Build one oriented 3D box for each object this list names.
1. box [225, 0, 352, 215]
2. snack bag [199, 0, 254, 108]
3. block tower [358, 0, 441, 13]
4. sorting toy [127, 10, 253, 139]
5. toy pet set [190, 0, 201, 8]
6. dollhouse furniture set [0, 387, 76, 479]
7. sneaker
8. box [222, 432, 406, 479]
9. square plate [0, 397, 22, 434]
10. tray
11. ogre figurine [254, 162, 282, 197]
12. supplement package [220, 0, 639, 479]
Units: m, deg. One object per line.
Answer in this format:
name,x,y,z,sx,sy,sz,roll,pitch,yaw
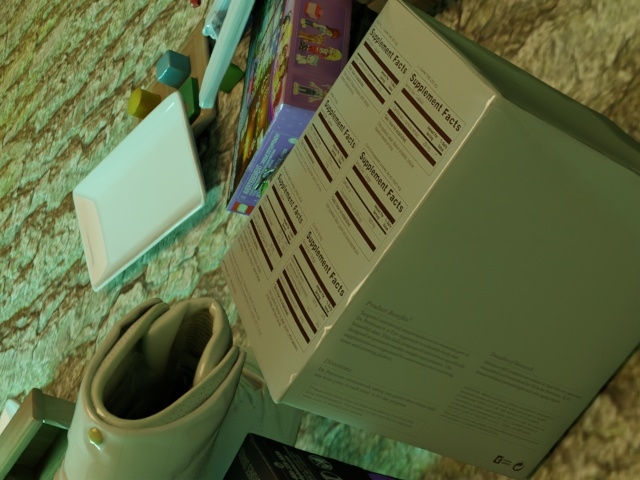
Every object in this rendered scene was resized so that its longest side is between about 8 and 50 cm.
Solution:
box,-0.025,-0.192,1.032,0.201,0.057,0.293,127,152,-58
snack bag,-0.060,-0.336,1.120,0.342,0.037,0.323,-83,16,-49
block tower,0.083,-0.356,0.992,0.097,0.091,0.335,-30,46,45
sorting toy,-0.198,-0.166,1.359,0.348,0.047,0.196,-43,38,36
toy pet set,-0.111,-0.331,1.166,0.065,0.114,0.122,-2,48,20
dollhouse furniture set,-0.203,0.271,0.959,0.212,0.161,0.242,-52,33,24
sneaker,-0.072,0.105,0.741,0.292,0.108,0.169,-37,-27,-59
box,-0.025,0.287,0.681,0.270,0.143,0.165,-63,30,9
square plate,-0.354,0.375,1.245,0.347,0.049,0.344,4,75,59
tray,-0.213,-0.052,1.293,0.270,0.030,0.145,-34,64,44
ogre figurine,0.000,0.000,0.886,0.118,0.097,0.197,-53,23,42
supplement package,0.083,0.003,0.647,0.203,0.194,0.149,-55,33,18
